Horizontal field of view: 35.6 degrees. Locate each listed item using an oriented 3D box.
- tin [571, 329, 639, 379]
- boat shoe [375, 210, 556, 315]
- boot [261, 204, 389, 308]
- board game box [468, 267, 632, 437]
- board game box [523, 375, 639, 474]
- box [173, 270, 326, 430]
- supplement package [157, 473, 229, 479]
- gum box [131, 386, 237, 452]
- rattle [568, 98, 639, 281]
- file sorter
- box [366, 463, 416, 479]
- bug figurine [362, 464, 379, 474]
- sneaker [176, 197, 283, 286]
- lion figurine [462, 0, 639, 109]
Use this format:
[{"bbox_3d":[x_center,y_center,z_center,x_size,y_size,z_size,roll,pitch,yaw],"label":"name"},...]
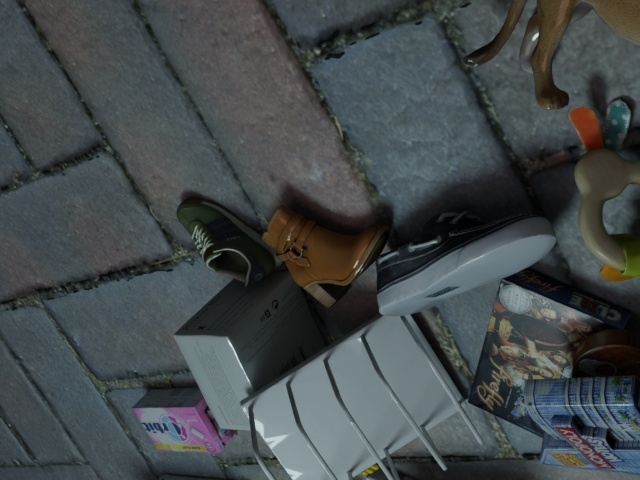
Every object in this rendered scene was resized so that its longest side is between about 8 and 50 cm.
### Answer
[{"bbox_3d":[0.405,0.169,1.231,0.190,0.040,0.106,17,127,1],"label":"tin"},{"bbox_3d":[0.172,0.010,1.274,0.301,0.108,0.102,-33,61,53],"label":"boat shoe"},{"bbox_3d":[0.000,0.000,1.418,0.152,0.073,0.197,45,134,5],"label":"boot"},{"bbox_3d":[0.300,0.160,1.334,0.165,0.042,0.243,23,133,20],"label":"board game box"},{"bbox_3d":[0.342,0.239,1.254,0.194,0.060,0.194,-11,142,41],"label":"board game box"},{"bbox_3d":[-0.100,0.168,1.536,0.119,0.181,0.182,-5,118,39],"label":"box"},{"bbox_3d":[-0.252,0.584,1.948,0.262,0.204,0.145,-7,117,40],"label":"supplement package"},{"bbox_3d":[-0.250,0.335,1.860,0.188,0.062,0.107,-9,116,41],"label":"gum box"},{"bbox_3d":[0.338,-0.057,1.152,0.130,0.143,0.199,-34,83,14],"label":"rattle"},{"bbox_3d":[0.061,0.257,1.385,0.278,0.173,0.193,-33,107,1],"label":"file sorter"},{"bbox_3d":[0.167,0.466,1.669,0.186,0.038,0.145,17,131,27],"label":"box"},{"bbox_3d":[0.084,0.451,1.639,0.279,0.072,0.216,45,136,-1],"label":"bug figurine"},{"bbox_3d":[-0.157,0.005,1.523,0.192,0.086,0.064,29,135,16],"label":"sneaker"},{"bbox_3d":[0.316,-0.236,0.957,0.392,0.142,0.240,18,124,31],"label":"lion figurine"}]
